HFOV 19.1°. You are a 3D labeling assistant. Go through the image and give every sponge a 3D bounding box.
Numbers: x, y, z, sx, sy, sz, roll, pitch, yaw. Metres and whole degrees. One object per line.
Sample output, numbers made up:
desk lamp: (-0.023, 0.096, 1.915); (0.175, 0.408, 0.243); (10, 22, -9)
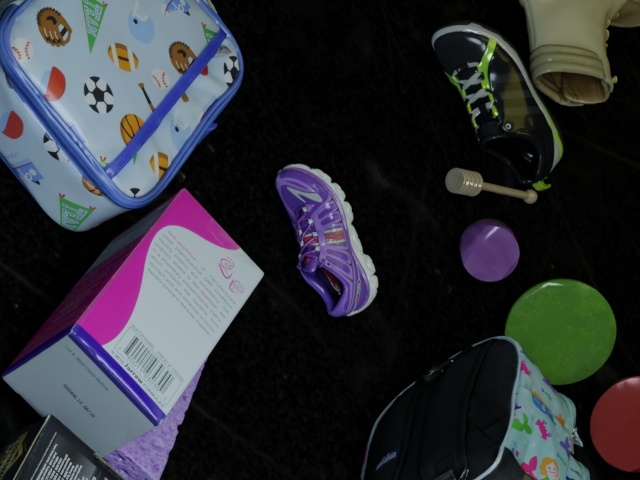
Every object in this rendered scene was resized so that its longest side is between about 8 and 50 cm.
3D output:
sponge: (-0.166, 0.112, 1.734); (0.117, 0.031, 0.210); (41, 42, -22)

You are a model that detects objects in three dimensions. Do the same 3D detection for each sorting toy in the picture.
sorting toy: (0.288, 0.106, 2.212); (0.365, 0.127, 0.126); (47, 11, -13)

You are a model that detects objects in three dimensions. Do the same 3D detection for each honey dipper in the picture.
honey dipper: (0.208, -0.063, 2.258); (0.161, 0.030, 0.030); (7, 62, -49)

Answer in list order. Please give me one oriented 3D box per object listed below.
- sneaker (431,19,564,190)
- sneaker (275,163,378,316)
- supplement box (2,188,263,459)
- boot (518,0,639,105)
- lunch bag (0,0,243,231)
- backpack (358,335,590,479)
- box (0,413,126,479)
sneaker: (0.215, -0.161, 2.279); (0.234, 0.084, 0.097); (48, 41, -16)
sneaker: (0.000, 0.000, 1.960); (0.071, 0.068, 0.170); (-28, 90, -46)
supplement box: (-0.159, 0.072, 1.652); (0.111, 0.114, 0.220); (48, 42, -12)
boot: (0.357, -0.268, 2.492); (0.262, 0.095, 0.203); (13, 58, -41)
lunch bag: (-0.199, -0.163, 1.803); (0.243, 0.115, 0.303); (51, 40, -16)
backpack: (0.149, 0.225, 1.862); (0.191, 0.225, 0.253); (43, 30, -23)
box: (-0.188, 0.341, 1.537); (0.293, 0.073, 0.295); (45, 41, -21)
